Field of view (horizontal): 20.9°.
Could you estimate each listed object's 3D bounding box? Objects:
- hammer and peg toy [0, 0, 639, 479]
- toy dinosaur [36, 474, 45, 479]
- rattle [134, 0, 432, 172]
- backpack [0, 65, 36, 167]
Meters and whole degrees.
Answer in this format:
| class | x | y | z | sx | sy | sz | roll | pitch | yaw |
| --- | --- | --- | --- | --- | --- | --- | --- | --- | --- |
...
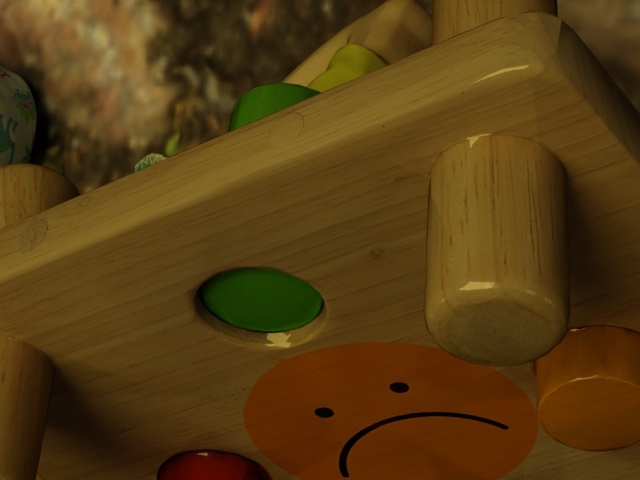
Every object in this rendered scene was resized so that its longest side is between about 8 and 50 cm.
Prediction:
| class | x | y | z | sx | sy | sz | roll | pitch | yaw |
| --- | --- | --- | --- | --- | --- | --- | --- | --- | --- |
| hammer and peg toy | -0.016 | 0.071 | 0.597 | 0.361 | 0.266 | 0.127 | -21 | 45 | 29 |
| toy dinosaur | -0.125 | 0.073 | 0.774 | 0.112 | 0.064 | 0.211 | 59 | 134 | 26 |
| rattle | 0.000 | 0.000 | 0.717 | 0.200 | 0.143 | 0.130 | -40 | 31 | 39 |
| backpack | -0.190 | -0.036 | 0.810 | 0.105 | 0.084 | 0.114 | 17 | 90 | 31 |
